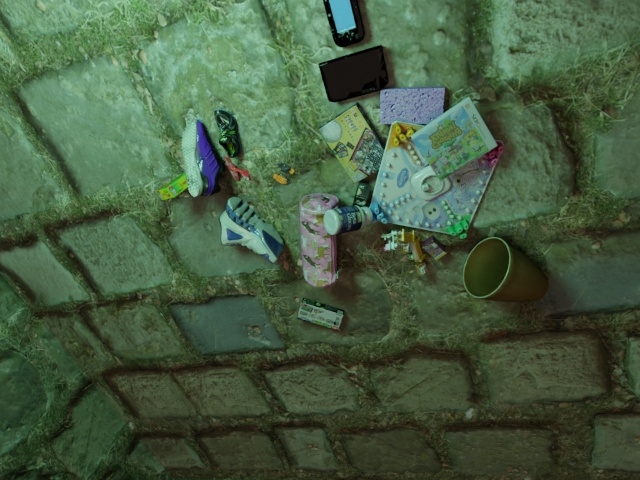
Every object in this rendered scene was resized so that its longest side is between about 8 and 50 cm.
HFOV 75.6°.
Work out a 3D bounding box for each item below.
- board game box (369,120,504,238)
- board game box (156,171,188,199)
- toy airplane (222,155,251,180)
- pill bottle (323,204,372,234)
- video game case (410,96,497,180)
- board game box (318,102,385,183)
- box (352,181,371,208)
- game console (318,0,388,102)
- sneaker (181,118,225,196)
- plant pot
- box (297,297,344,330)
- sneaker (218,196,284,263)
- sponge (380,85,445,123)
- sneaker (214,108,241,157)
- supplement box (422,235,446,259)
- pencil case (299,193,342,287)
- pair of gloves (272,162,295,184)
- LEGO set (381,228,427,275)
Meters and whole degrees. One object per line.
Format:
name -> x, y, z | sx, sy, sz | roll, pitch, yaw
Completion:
board game box -> 0.401, -0.201, 1.480 | 0.390, 0.050, 0.390 | 10, 123, -2
board game box -> -0.544, -0.228, 1.619 | 0.092, 0.181, 0.043 | -4, 123, 43
toy airplane -> -0.324, -0.276, 1.607 | 0.151, 0.028, 0.151 | 36, 160, 15
pill bottle -> 0.105, -0.079, 1.517 | 0.169, 0.094, 0.094 | -12, 129, -29
video game case -> 0.437, -0.326, 1.351 | 0.212, 0.023, 0.193 | -32, 113, 21
board game box -> 0.127, -0.345, 1.485 | 0.165, 0.042, 0.243 | -26, 113, 26
box -> 0.156, -0.169, 1.560 | 0.052, 0.062, 0.083 | 15, 152, 3
game console -> 0.078, -0.639, 1.312 | 0.213, 0.044, 0.361 | -10, 118, 18
sneaker -> -0.445, -0.315, 1.599 | 0.102, 0.146, 0.293 | -3, 92, 46
plant pot -> 0.721, 0.139, 1.559 | 0.254, 0.237, 0.237 | 20, 125, -16
box -> -0.001, 0.352, 1.956 | 0.207, 0.036, 0.114 | 17, 124, 2
sneaker -> -0.314, -0.021, 1.755 | 0.315, 0.127, 0.182 | 47, 124, -9
sponge -> 0.307, -0.451, 1.383 | 0.210, 0.031, 0.117 | 3, 122, 12
sneaker -> -0.347, -0.397, 1.541 | 0.067, 0.078, 0.188 | -6, 121, 14
supplement box -> 0.454, 0.030, 1.644 | 0.083, 0.043, 0.055 | 41, 122, -14
pencil case -> 0.000, 0.000, 1.663 | 0.167, 0.160, 0.386 | -2, 121, 2
pair of gloves -> -0.147, -0.262, 1.620 | 0.074, 0.010, 0.083 | 27, 123, -4
LEGO set -> 0.328, 0.033, 1.645 | 0.107, 0.132, 0.287 | -5, 151, 39
